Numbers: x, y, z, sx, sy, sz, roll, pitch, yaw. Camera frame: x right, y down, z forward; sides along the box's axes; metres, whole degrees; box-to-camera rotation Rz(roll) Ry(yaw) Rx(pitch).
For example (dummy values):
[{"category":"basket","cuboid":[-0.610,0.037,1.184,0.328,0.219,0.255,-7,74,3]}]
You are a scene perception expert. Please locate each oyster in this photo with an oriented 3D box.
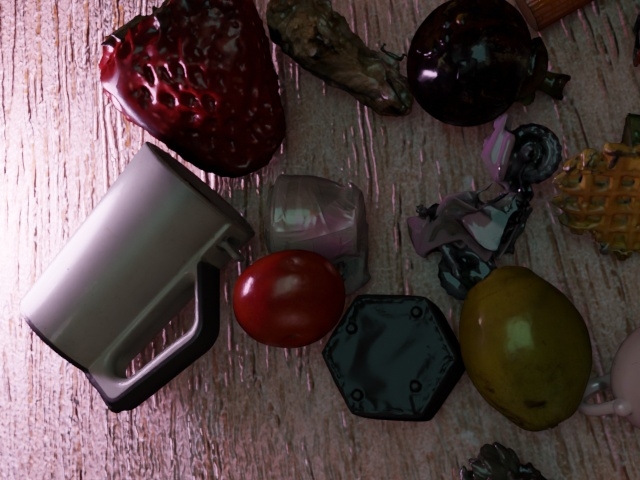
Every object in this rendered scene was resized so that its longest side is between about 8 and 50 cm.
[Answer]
[{"category":"oyster","cuboid":[0.036,-0.341,1.925,0.337,0.198,0.133,36,95,-2]}]

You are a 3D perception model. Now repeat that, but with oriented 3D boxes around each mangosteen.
[{"category":"mangosteen","cuboid":[0.292,-0.293,1.845,0.289,0.231,0.231,22,84,-22]}]

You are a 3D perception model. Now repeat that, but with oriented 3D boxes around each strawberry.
[{"category":"strawberry","cuboid":[-0.204,-0.280,1.941,0.317,0.295,0.345,-39,107,-14]}]

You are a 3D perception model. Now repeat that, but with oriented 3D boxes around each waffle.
[{"category":"waffle","cuboid":[0.517,-0.069,1.710,0.280,0.262,0.060,-36,30,39]}]

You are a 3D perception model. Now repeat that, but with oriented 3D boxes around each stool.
[{"category":"stool","cuboid":[0.126,0.197,1.802,0.232,0.141,0.232,-3,78,13]}]

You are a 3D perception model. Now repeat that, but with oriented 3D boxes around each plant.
[{"category":"plant","cuboid":[0.311,0.419,1.722,0.194,0.132,0.129,38,86,13]}]

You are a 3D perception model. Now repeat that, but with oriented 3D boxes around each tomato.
[{"category":"tomato","cuboid":[-0.052,0.101,1.776,0.195,0.195,0.136,-10,63,12]}]

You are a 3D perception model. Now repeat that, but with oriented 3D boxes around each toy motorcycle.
[{"category":"toy motorcycle","cuboid":[0.265,-0.066,1.815,0.188,0.143,0.327,31,104,20]}]

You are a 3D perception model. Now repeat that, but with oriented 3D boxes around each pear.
[{"category":"pear","cuboid":[0.329,0.172,1.726,0.212,0.212,0.269,-24,79,8]}]

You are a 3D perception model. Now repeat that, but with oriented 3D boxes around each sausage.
[{"category":"sausage","cuboid":[0.495,-0.480,1.874,0.312,0.093,0.093,-29,74,6]}]

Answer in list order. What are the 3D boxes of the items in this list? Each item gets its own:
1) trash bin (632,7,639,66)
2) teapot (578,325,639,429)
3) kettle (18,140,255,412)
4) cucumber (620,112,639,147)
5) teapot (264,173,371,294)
[{"category":"trash bin","cuboid":[0.649,-0.360,1.779,0.239,0.161,0.184,21,85,13]},{"category":"teapot","cuboid":[0.551,0.216,1.700,0.298,0.139,0.204,-18,108,7]},{"category":"kettle","cuboid":[-0.299,0.075,1.869,0.376,0.250,0.361,-48,59,4]},{"category":"cucumber","cuboid":[0.612,-0.138,1.760,0.245,0.134,0.134,4,80,10]},{"category":"teapot","cuboid":[-0.002,-0.004,1.865,0.178,0.163,0.221,2,81,10]}]
